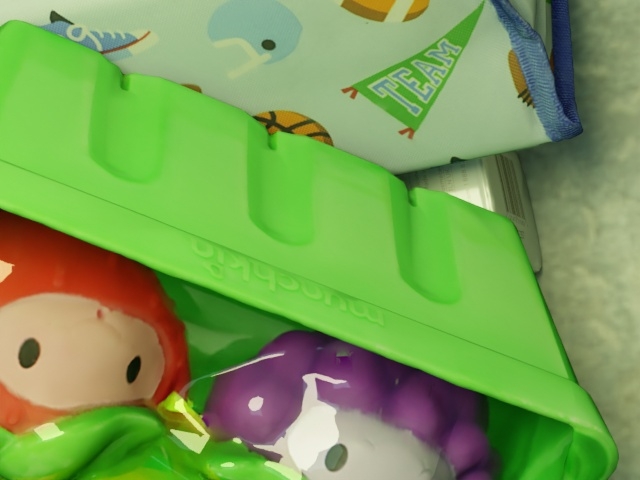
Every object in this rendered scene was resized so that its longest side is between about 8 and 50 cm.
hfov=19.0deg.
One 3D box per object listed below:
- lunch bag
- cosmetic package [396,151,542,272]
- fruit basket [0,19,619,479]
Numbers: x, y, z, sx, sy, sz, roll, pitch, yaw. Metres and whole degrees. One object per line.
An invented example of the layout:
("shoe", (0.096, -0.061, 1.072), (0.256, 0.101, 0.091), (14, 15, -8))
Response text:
("lunch bag", (-0.039, -0.223, 1.069), (0.327, 0.239, 0.385), (-11, 46, 18))
("cosmetic package", (0.000, 0.000, 1.111), (0.231, 0.117, 0.085), (-14, 80, 17))
("fruit basket", (-0.078, 0.129, 0.898), (0.392, 0.392, 0.283), (52, 134, 16))
